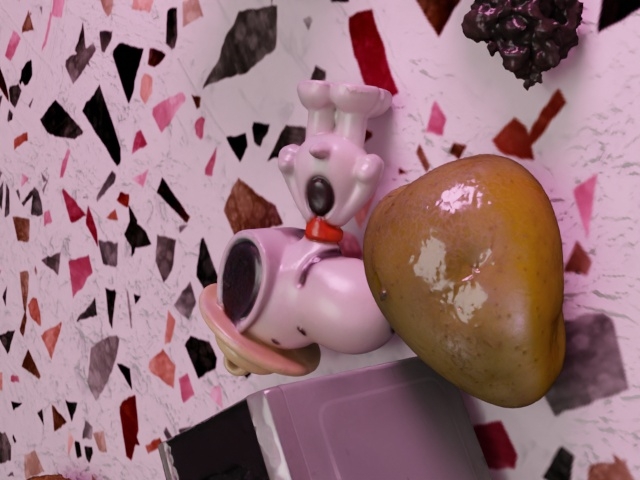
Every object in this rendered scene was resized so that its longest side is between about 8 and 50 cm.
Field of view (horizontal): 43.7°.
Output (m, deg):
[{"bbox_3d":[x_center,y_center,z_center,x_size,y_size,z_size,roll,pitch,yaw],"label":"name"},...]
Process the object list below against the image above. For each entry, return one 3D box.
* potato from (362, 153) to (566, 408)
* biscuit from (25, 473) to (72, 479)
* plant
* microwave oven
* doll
[{"bbox_3d":[0.119,0.033,0.617,0.157,0.157,0.194,-29,83,41],"label":"potato"},{"bbox_3d":[-0.362,0.469,1.135,0.295,0.075,0.296,8,101,47],"label":"biscuit"},{"bbox_3d":[0.135,-0.200,0.617,0.085,0.087,0.174,-34,73,5],"label":"plant"},{"bbox_3d":[0.027,0.267,0.631,0.181,0.237,0.295,-35,67,41],"label":"microwave oven"},{"bbox_3d":[-0.017,-0.010,0.760,0.208,0.144,0.272,-8,88,24],"label":"doll"}]
